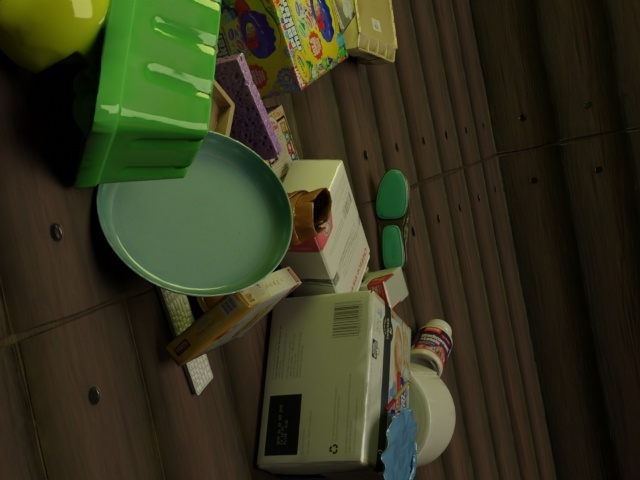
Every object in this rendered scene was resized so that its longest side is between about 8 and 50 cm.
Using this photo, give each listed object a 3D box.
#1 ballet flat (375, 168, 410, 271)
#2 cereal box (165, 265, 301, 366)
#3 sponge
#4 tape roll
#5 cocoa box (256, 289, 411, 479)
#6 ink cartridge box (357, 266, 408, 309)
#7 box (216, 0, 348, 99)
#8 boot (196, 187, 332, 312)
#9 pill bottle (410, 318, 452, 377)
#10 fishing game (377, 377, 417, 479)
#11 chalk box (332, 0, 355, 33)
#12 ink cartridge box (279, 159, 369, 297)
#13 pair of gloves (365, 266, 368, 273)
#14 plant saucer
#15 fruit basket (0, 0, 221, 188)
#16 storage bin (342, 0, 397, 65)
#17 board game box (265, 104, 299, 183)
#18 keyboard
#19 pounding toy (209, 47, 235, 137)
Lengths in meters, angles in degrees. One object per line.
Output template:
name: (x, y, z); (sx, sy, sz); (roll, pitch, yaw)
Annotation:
ballet flat: (0.196, -0.050, 2.510); (0.096, 0.095, 0.280); (2, 90, -74)
cereal box: (-0.144, 0.127, 1.624); (0.047, 0.173, 0.240); (52, 20, 8)
sponge: (-0.163, -0.243, 1.782); (0.031, 0.117, 0.210); (-64, 138, -53)
tape roll: (0.160, 0.392, 2.103); (0.169, 0.246, 0.246); (15, 68, -62)
cocoa box: (0.037, 0.306, 1.886); (0.228, 0.231, 0.347); (44, 45, -53)
ink cartridge box: (0.093, 0.123, 2.130); (0.127, 0.175, 0.072); (-33, 109, -63)
box: (-0.104, -0.458, 1.908); (0.279, 0.177, 0.290); (-49, 126, -57)
boot: (-0.099, 0.014, 1.712); (0.109, 0.220, 0.283); (64, 31, -33)
pill bottle: (0.302, 0.298, 2.582); (0.193, 0.108, 0.108); (-54, 130, -57)
fishing game: (0.142, 0.401, 1.767); (0.189, 0.041, 0.264); (-33, 124, -61)
chalk box: (-0.025, -0.515, 2.143); (0.132, 0.132, 0.213); (68, 30, -28)
ink cartridge box: (0.000, 0.000, 1.981); (0.283, 0.117, 0.207); (70, 31, -44)
pair of gloves: (0.127, 0.195, 2.332); (0.204, 0.042, 0.240); (68, 28, -25)
plant saucer: (-0.202, -0.043, 1.521); (0.043, 0.318, 0.317); (122, -19, -55)
fruit basket: (-0.338, -0.289, 1.363); (0.392, 0.283, 0.392); (8, 67, -19)
storage bin: (0.084, -0.589, 2.403); (0.262, 0.123, 0.260); (-4, 86, -65)
board game box: (-0.098, -0.172, 1.978); (0.147, 0.045, 0.193); (-47, 124, -59)
keyboard: (-0.238, 0.139, 1.625); (0.072, 0.014, 0.256); (-44, 122, -60)
pounding toy: (-0.238, -0.267, 1.663); (0.181, 0.094, 0.206); (49, 39, -48)
